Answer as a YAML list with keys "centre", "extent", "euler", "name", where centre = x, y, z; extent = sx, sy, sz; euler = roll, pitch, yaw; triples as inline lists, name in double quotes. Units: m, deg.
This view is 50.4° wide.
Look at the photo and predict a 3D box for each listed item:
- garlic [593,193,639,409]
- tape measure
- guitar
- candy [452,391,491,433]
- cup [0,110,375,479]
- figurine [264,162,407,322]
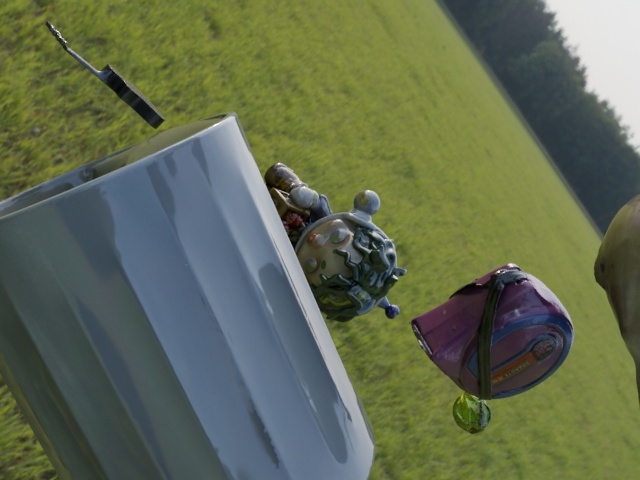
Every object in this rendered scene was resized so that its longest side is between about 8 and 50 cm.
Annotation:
- centre: [0.354, 0.073, 0.590]
  extent: [0.292, 0.210, 0.237]
  euler: [-24, 121, -43]
  name: "garlic"
- centre: [0.154, 0.079, 0.595]
  extent: [0.125, 0.118, 0.074]
  euler: [48, 11, -39]
  name: "tape measure"
- centre: [-0.310, -0.240, 0.984]
  extent: [0.088, 0.025, 0.233]
  euler: [48, 2, 33]
  name: "guitar"
- centre: [0.220, 0.194, 1.026]
  extent: [0.058, 0.062, 0.193]
  euler: [-5, 87, -38]
  name: "candy"
- centre: [-0.143, 0.097, 0.563]
  extent: [0.237, 0.323, 0.326]
  euler: [-40, 114, -45]
  name: "cup"
- centre: [0.001, -0.003, 1.270]
  extent: [0.186, 0.261, 0.382]
  euler: [8, 32, -51]
  name: "figurine"
